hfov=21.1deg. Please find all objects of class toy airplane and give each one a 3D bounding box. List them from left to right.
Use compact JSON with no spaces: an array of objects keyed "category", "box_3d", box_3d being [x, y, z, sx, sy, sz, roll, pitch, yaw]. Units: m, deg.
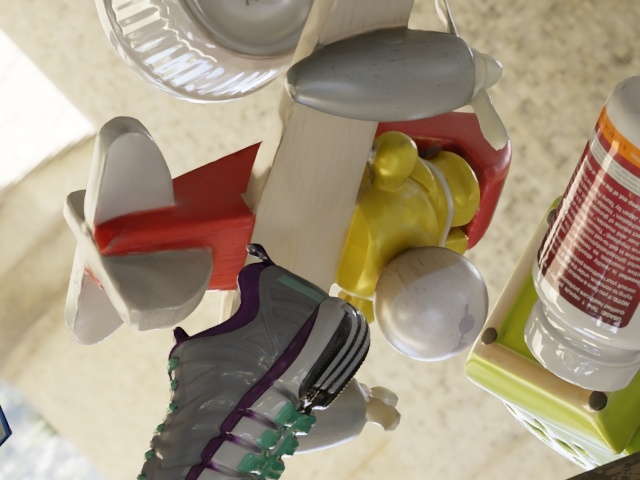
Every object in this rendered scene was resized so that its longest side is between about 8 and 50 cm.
[{"category":"toy airplane","box_3d":[0.000,0.000,1.294,0.384,0.272,0.386,-50,153,-6]}]

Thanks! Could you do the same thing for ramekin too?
[{"category":"ramekin","box_3d":[-0.083,-0.229,1.494,0.207,0.207,0.109,-41,-165,-27]}]

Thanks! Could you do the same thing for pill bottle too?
[{"category":"pill bottle","box_3d":[0.160,-0.001,0.875,0.086,0.086,0.152,-37,153,-55]}]

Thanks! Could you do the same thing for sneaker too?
[{"category":"sneaker","box_3d":[-0.070,0.111,1.013,0.223,0.098,0.083,-51,157,-5]}]

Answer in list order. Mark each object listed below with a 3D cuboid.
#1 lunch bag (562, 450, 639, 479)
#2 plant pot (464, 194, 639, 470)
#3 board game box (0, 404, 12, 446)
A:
[{"category":"lunch bag","box_3d":[0.310,0.312,1.361,0.235,0.287,0.169,-18,-166,-14]},{"category":"plant pot","box_3d":[0.279,0.097,1.545,0.207,0.228,0.227,33,85,-43]},{"category":"board game box","box_3d":[-0.225,0.054,0.756,0.160,0.047,0.210,-51,140,-45]}]
